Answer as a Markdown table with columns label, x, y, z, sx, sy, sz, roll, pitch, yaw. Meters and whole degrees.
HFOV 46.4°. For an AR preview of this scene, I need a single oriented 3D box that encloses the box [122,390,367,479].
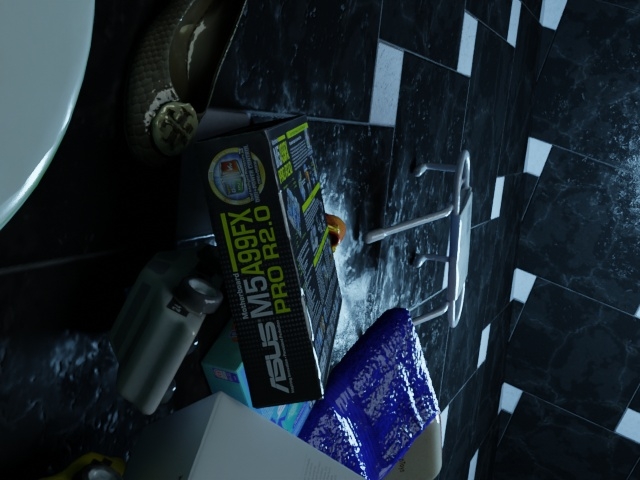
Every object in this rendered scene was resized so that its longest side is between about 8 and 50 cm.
| label | x | y | z | sx | sy | sz | roll | pitch | yaw |
| --- | --- | --- | --- | --- | --- | --- | --- | --- | --- |
| box | -0.066 | 0.220 | 0.628 | 0.170 | 0.130 | 0.091 | 38 | 46 | -22 |

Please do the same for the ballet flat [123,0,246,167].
| label | x | y | z | sx | sy | sz | roll | pitch | yaw |
| --- | --- | --- | --- | --- | --- | --- | --- | --- | --- |
| ballet flat | -0.099 | -0.176 | 0.634 | 0.084 | 0.058 | 0.249 | 51 | 52 | -60 |

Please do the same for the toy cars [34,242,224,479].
| label | x | y | z | sx | sy | sz | roll | pitch | yaw |
| --- | --- | --- | --- | --- | --- | --- | --- | --- | --- |
| toy cars | -0.167 | 0.132 | 0.557 | 0.176 | 0.087 | 0.393 | -54 | -170 | 55 |

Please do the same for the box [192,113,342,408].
| label | x | y | z | sx | sy | sz | roll | pitch | yaw |
| --- | --- | --- | --- | --- | --- | --- | --- | --- | --- |
| box | -0.034 | -0.001 | 0.687 | 0.270 | 0.060 | 0.216 | -69 | 147 | -77 |

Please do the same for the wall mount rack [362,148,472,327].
| label | x | y | z | sx | sy | sz | roll | pitch | yaw |
| --- | --- | --- | --- | --- | --- | --- | --- | --- | --- |
| wall mount rack | 0.179 | 0.021 | 1.299 | 0.304 | 0.131 | 0.349 | -53 | 146 | -53 |

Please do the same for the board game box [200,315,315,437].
| label | x | y | z | sx | sy | sz | roll | pitch | yaw |
| --- | --- | --- | --- | --- | --- | --- | --- | --- | --- |
| board game box | -0.059 | 0.157 | 0.878 | 0.160 | 0.047 | 0.210 | -57 | 149 | -42 |

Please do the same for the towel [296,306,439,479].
| label | x | y | z | sx | sy | sz | roll | pitch | yaw |
| --- | --- | --- | --- | --- | --- | --- | --- | --- | --- |
| towel | 0.060 | 0.268 | 1.061 | 0.308 | 0.076 | 0.227 | -45 | 134 | -34 |

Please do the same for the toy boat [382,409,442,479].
| label | x | y | z | sx | sy | sz | roll | pitch | yaw |
| --- | --- | --- | --- | --- | --- | --- | --- | --- | --- |
| toy boat | 0.130 | 0.321 | 1.317 | 0.151 | 0.151 | 0.231 | -101 | -177 | -53 |

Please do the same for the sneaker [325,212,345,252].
| label | x | y | z | sx | sy | sz | roll | pitch | yaw |
| --- | --- | --- | --- | --- | --- | --- | --- | --- | --- |
| sneaker | 0.000 | 0.000 | 0.930 | 0.175 | 0.068 | 0.064 | -18 | 114 | -66 |

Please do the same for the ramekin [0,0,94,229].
| label | x | y | z | sx | sy | sz | roll | pitch | yaw |
| --- | --- | --- | --- | --- | --- | --- | --- | --- | --- |
| ramekin | -0.220 | -0.109 | 0.258 | 0.303 | 0.148 | 0.303 | 10 | 90 | -67 |
